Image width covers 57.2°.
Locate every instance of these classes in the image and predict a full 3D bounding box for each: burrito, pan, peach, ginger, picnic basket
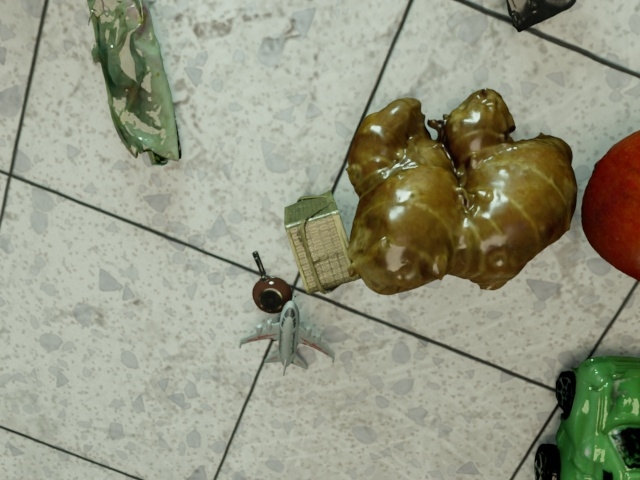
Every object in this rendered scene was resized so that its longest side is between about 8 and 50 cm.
[{"bbox_3d":[-0.274,-0.255,0.854,0.096,0.066,0.309,-8,111,5],"label":"burrito"},{"bbox_3d":[-0.090,0.073,0.971,0.068,0.023,0.115,-19,106,12],"label":"pan"},{"bbox_3d":[0.492,-0.051,0.763,0.280,0.238,0.281,19,151,11],"label":"peach"},{"bbox_3d":[0.195,-0.069,0.807,0.357,0.152,0.275,-8,67,-6],"label":"ginger"},{"bbox_3d":[0.000,0.000,0.867,0.079,0.164,0.115,-17,106,1],"label":"picnic basket"}]

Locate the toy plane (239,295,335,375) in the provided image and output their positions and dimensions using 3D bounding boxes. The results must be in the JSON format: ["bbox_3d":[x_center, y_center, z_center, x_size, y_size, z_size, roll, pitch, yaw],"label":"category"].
[{"bbox_3d":[-0.052,0.157,0.968,0.162,0.066,0.171,9,126,2],"label":"toy plane"}]

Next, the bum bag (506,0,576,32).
[{"bbox_3d":[0.251,-0.403,0.753,0.123,0.060,0.248,-30,110,9],"label":"bum bag"}]

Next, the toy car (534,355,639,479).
[{"bbox_3d":[0.482,0.369,0.941,0.213,0.176,0.359,6,109,2],"label":"toy car"}]
